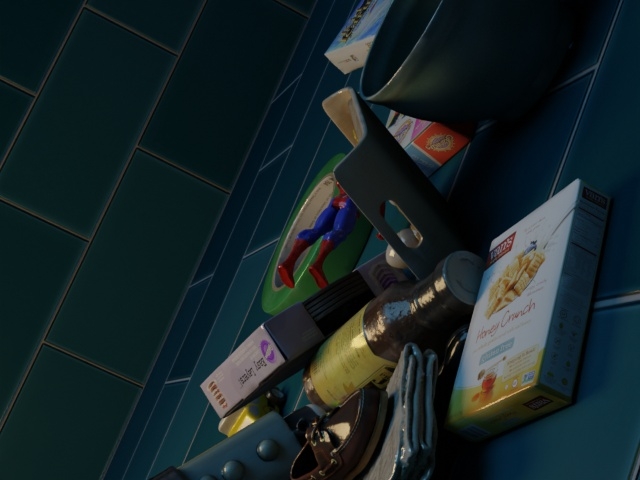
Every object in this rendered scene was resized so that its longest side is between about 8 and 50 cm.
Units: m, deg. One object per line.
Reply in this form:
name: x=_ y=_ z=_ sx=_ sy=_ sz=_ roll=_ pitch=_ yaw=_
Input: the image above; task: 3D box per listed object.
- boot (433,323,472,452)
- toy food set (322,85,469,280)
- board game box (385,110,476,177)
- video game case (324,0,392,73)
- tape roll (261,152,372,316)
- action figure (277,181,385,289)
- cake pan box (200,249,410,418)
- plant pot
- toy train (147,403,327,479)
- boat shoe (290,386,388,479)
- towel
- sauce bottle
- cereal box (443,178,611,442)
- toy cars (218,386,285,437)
boot: x=0.148 y=0.162 z=1.232 sx=0.099 sy=0.045 sz=0.121 roll=-81 pitch=15 yaw=-59
toy food set: x=0.083 y=-0.068 z=1.506 sx=0.092 sy=0.220 sz=0.306 roll=-38 pitch=20 yaw=11
board game box: x=0.189 y=-0.244 z=1.813 sx=0.242 sy=0.064 sz=0.317 roll=-42 pitch=25 yaw=58
video game case: x=0.149 y=-0.428 z=1.985 sx=0.269 sy=0.061 sz=0.244 roll=-57 pitch=21 yaw=-18
tape roll: x=0.000 y=0.000 z=2.054 sx=0.321 sy=0.077 sz=0.321 roll=-57 pitch=15 yaw=25
action figure: x=0.042 y=-0.017 z=1.722 sx=0.091 sy=0.139 sz=0.280 roll=4 pitch=49 yaw=31
cake pan box: x=-0.022 y=0.135 z=1.619 sx=0.245 sy=0.070 sz=0.267 roll=-31 pitch=-9 yaw=-34
plant pot: x=0.208 y=-0.273 z=1.505 sx=0.293 sy=0.196 sz=0.293 roll=-58 pitch=13 yaw=23
toy train: x=-0.119 y=0.326 z=1.454 sx=0.334 sy=0.142 sz=0.190 roll=-27 pitch=-22 yaw=-19
boat shoe: x=0.017 y=0.227 z=1.264 sx=0.207 sy=0.073 sz=0.073 roll=113 pitch=173 yaw=-46
towel: x=0.070 y=0.265 z=1.240 sx=0.187 sy=0.049 sz=0.282 roll=-79 pitch=7 yaw=-54
sauce bottle: x=0.091 y=0.118 z=1.389 sx=0.344 sy=0.111 sz=0.111 roll=-48 pitch=20 yaw=53
cereal box: x=0.210 y=0.073 z=1.157 sx=0.173 sy=0.047 sz=0.240 roll=-43 pitch=24 yaw=56
toy cars: x=-0.150 y=0.394 z=1.850 sx=0.176 sy=0.087 sz=0.394 roll=-42 pitch=25 yaw=59
